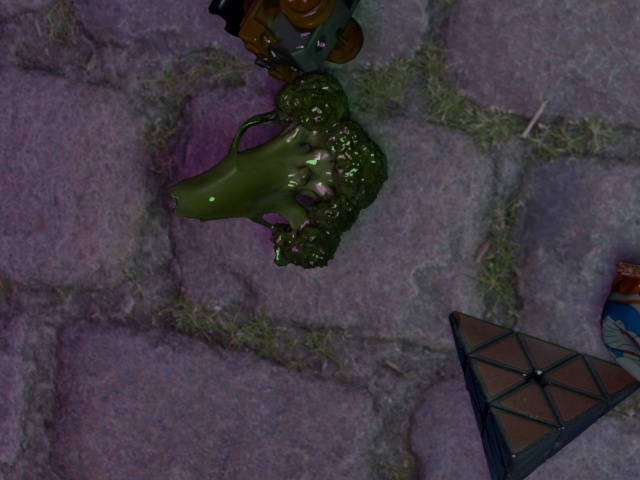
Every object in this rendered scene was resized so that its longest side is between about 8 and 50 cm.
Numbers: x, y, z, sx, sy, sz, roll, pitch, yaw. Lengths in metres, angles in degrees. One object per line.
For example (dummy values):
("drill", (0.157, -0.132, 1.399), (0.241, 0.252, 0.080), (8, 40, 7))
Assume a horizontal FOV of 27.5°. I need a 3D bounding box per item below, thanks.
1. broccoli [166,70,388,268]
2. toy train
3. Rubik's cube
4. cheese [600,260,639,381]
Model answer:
("broccoli", (-0.050, -0.085, 1.942), (0.302, 0.186, 0.254), (-36, 114, 2))
("toy train", (-0.014, -0.410, 1.832), (0.231, 0.163, 0.369), (28, 85, 24))
("Rubik's cube", (0.306, 0.253, 1.954), (0.233, 0.228, 0.229), (34, 68, -32))
("cheese", (0.512, 0.168, 1.875), (0.129, 0.217, 0.329), (-35, 111, -17))
